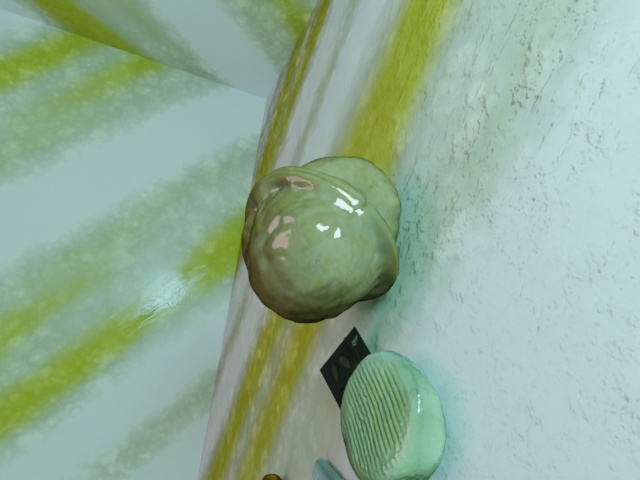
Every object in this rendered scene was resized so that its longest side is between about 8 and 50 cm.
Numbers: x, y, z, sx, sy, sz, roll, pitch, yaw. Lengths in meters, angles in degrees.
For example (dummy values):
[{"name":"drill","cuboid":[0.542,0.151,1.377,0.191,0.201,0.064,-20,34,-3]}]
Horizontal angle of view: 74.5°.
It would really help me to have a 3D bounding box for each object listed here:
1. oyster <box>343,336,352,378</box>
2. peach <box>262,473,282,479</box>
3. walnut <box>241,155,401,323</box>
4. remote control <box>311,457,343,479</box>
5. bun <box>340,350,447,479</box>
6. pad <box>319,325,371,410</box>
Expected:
[{"name":"oyster","cuboid":[0.073,0.268,0.951,0.080,0.038,0.083,-121,21,-75]},{"name":"peach","cuboid":[-0.125,0.691,1.156,0.098,0.061,0.098,168,90,-88]},{"name":"walnut","cuboid":[0.000,0.000,0.884,0.381,0.381,0.381,-167,90,-70]},{"name":"remote control","cuboid":[0.036,0.542,0.831,0.293,0.051,0.103,171,111,-70]},{"name":"bun","cuboid":[0.121,0.293,0.678,0.221,0.108,0.221,-50,28,39]},{"name":"pad","cuboid":[0.063,0.289,0.908,0.127,0.004,0.190,57,136,31]}]
